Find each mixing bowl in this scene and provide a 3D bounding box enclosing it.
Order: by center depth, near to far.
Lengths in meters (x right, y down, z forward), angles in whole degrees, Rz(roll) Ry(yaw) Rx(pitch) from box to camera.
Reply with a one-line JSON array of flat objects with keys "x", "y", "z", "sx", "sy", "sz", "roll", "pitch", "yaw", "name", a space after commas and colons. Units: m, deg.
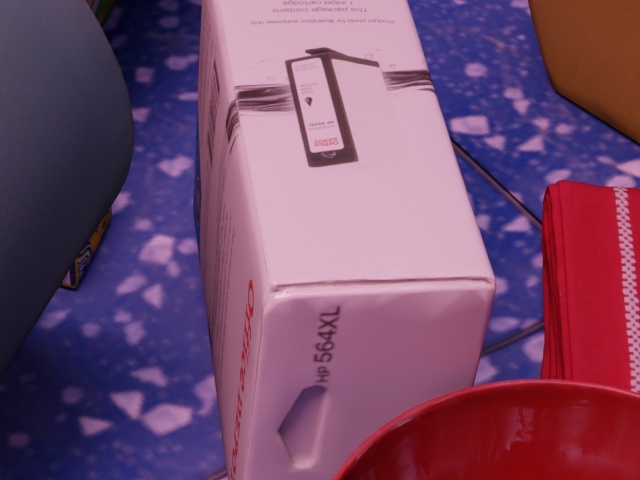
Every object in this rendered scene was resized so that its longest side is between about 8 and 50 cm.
[{"x": 0.081, "y": 0.145, "z": 0.597, "sx": 0.181, "sy": 0.098, "sz": 0.181, "roll": 3, "pitch": 43, "yaw": -3, "name": "mixing bowl"}]

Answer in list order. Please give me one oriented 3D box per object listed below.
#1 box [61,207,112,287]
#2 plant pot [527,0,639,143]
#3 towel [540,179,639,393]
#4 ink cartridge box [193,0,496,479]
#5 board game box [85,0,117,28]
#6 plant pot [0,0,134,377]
[{"x": -0.181, "y": -0.032, "z": 0.791, "sx": 0.169, "sy": 0.059, "sz": 0.054, "roll": 12, "pitch": 45, "yaw": 7, "name": "box"}, {"x": 0.218, "y": -0.143, "z": 0.854, "sx": 0.212, "sy": 0.187, "sz": 0.212, "roll": -32, "pitch": 55, "yaw": -33, "name": "plant pot"}, {"x": 0.229, "y": 0.054, "z": 0.759, "sx": 0.275, "sy": 0.031, "sz": 0.199, "roll": 7, "pitch": 41, "yaw": -1, "name": "towel"}, {"x": 0.000, "y": 0.000, "z": 0.709, "sx": 0.086, "sy": 0.148, "sz": 0.203, "roll": -2, "pitch": 44, "yaw": -10, "name": "ink cartridge box"}, {"x": -0.138, "y": -0.201, "z": 0.845, "sx": 0.142, "sy": 0.144, "sz": 0.275, "roll": 25, "pitch": 61, "yaw": -2, "name": "board game box"}, {"x": -0.243, "y": 0.008, "z": 0.595, "sx": 0.293, "sy": 0.293, "sz": 0.235, "roll": 16, "pitch": 59, "yaw": 11, "name": "plant pot"}]
